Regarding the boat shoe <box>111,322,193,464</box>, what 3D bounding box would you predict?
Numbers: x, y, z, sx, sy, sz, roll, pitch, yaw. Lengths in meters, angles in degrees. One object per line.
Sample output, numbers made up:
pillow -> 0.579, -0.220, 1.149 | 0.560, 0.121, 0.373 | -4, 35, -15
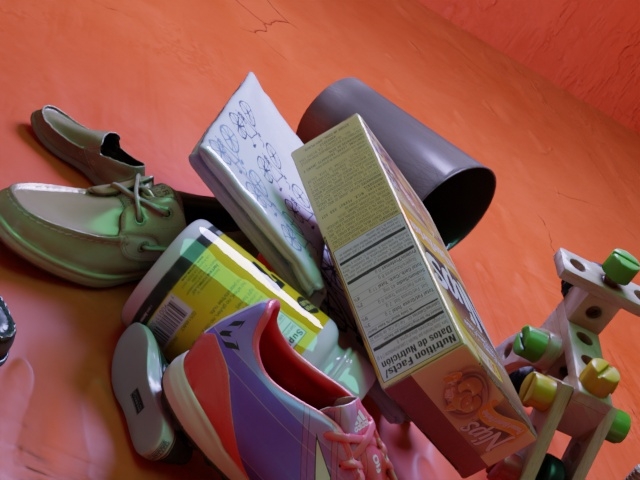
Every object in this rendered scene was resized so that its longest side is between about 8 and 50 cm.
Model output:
boat shoe -> -0.136, 0.126, 1.067 | 0.040, 0.049, 0.142 | 32, 24, -38

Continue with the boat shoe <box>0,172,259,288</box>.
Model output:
boat shoe -> -0.171, -0.018, 1.230 | 0.302, 0.098, 0.109 | 13, 31, -45

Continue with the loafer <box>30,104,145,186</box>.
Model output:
loafer -> -0.235, -0.097, 1.365 | 0.148, 0.050, 0.056 | 38, 22, 7

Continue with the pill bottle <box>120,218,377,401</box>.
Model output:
pill bottle -> -0.060, 0.088, 1.148 | 0.208, 0.119, 0.119 | 39, 22, 1

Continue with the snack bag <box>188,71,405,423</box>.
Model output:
snack bag -> 0.000, 0.000, 1.347 | 0.343, 0.037, 0.323 | 54, 15, -12

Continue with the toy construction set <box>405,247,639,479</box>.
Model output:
toy construction set -> 0.293, 0.154, 1.370 | 0.309, 0.237, 0.257 | 39, 22, 9

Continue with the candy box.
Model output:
candy box -> 0.084, 0.047, 1.248 | 0.183, 0.087, 0.316 | 50, 13, -45

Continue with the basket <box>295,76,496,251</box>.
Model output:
basket -> 0.089, -0.099, 1.720 | 0.227, 0.154, 0.204 | 42, 21, 25

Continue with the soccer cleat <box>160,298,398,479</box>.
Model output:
soccer cleat -> 0.015, 0.189, 1.020 | 0.318, 0.116, 0.108 | 49, 20, 2

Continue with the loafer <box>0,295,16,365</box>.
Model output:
loafer -> -0.328, -0.012, 1.009 | 0.267, 0.084, 0.096 | 41, 22, 14
